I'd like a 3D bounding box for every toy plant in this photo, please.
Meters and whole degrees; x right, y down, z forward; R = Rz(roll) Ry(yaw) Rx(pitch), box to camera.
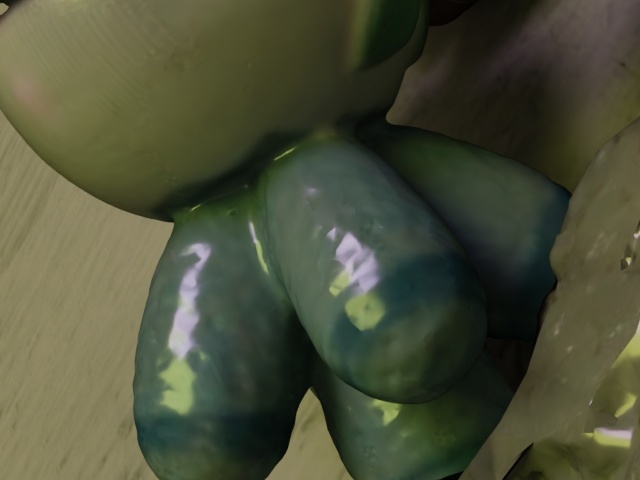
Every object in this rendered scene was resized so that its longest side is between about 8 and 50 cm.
[{"bbox_3d":[0.000,0.000,0.777,0.247,0.247,0.332,-31,84,41],"label":"toy plant"}]

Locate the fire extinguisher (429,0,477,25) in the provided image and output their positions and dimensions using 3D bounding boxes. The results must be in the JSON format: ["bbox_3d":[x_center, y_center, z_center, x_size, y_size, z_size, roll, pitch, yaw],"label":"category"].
[{"bbox_3d":[0.086,-0.194,0.870,0.269,0.104,0.105,-37,49,37],"label":"fire extinguisher"}]

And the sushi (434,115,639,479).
[{"bbox_3d":[0.162,0.119,0.568,0.234,0.207,0.349,-24,51,59],"label":"sushi"}]
